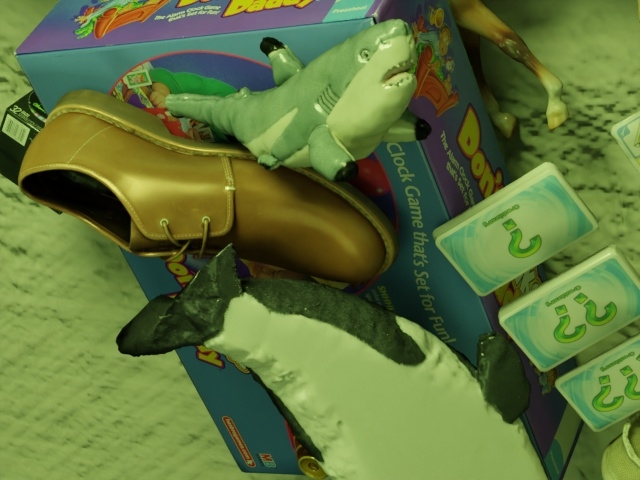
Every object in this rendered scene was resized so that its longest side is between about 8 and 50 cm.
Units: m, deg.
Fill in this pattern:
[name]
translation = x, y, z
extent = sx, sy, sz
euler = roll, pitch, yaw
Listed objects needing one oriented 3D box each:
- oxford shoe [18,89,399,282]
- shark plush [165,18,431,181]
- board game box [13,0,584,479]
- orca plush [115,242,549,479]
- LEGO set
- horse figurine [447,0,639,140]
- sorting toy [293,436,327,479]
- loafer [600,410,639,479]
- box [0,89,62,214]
[oxford shoe]
translation = -0.063, -0.012, 0.876
extent = 0.212, 0.076, 0.076
euler = 17, 135, 11
[shark plush]
translation = -0.010, -0.075, 0.825
extent = 0.161, 0.073, 0.067
euler = 7, 117, 51
[board game box]
translation = 0.000, 0.000, 0.967
extent = 0.233, 0.078, 0.347
euler = -1, 130, 30
[orca plush]
translation = 0.011, 0.094, 0.911
extent = 0.287, 0.102, 0.151
euler = 22, 94, -28
[LEGO set]
translation = 0.210, 0.006, 0.854
extent = 0.244, 0.060, 0.182
euler = -31, 122, 17
[horse figurine]
translation = 0.111, -0.153, 0.860
extent = 0.174, 0.066, 0.263
euler = 50, 136, -10
[sorting toy]
translation = 0.026, 0.137, 0.994
extent = 0.102, 0.042, 0.061
euler = 9, 135, 21
[loafer]
translation = 0.293, 0.118, 0.910
extent = 0.268, 0.102, 0.092
euler = 3, 119, 18
[box]
translation = -0.165, -0.069, 1.059
extent = 0.062, 0.083, 0.052
euler = 35, 129, 7
